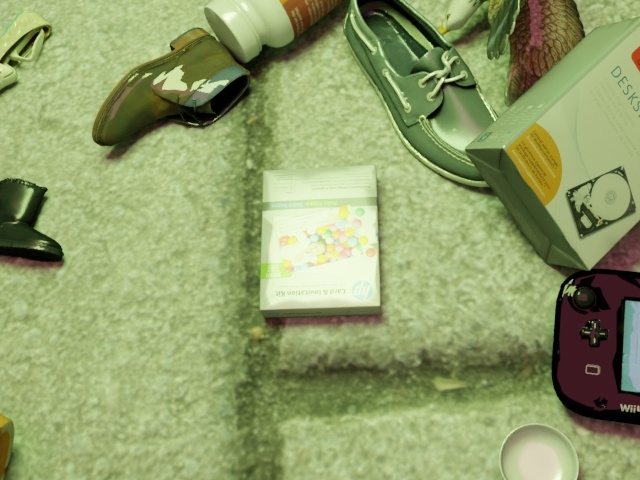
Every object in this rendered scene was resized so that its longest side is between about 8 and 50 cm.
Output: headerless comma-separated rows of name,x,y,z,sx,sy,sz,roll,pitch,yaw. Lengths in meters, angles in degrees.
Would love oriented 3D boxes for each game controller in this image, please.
game controller,0.416,0.125,0.871,0.319,0.067,0.166,5,69,9

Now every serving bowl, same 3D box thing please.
serving bowl,0.234,0.241,0.865,0.083,0.027,0.083,-2,68,5

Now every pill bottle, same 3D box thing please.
pill bottle,-0.046,-0.341,1.083,0.216,0.121,0.121,-41,69,-10

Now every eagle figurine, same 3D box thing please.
eagle figurine,0.236,-0.322,1.008,0.226,0.225,0.298,-11,52,-24

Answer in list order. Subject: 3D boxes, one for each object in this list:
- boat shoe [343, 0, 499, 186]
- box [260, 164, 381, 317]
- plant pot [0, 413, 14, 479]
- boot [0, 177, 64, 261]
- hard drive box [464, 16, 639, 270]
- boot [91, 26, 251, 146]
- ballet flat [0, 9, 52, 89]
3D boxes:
boat shoe,0.132,-0.203,1.018,0.116,0.099,0.319,-32,68,-7
box,0.000,0.000,0.985,0.145,0.038,0.186,-2,69,6
plant pot,-0.448,0.235,0.868,0.188,0.205,0.205,14,70,-4
boot,-0.379,-0.027,1.038,0.121,0.045,0.099,7,66,10
hard drive box,0.313,-0.111,0.921,0.232,0.089,0.181,-43,106,-11
boot,-0.195,-0.186,1.059,0.106,0.082,0.219,37,75,21
ballet flat,-0.440,-0.256,1.132,0.052,0.057,0.168,27,74,6
